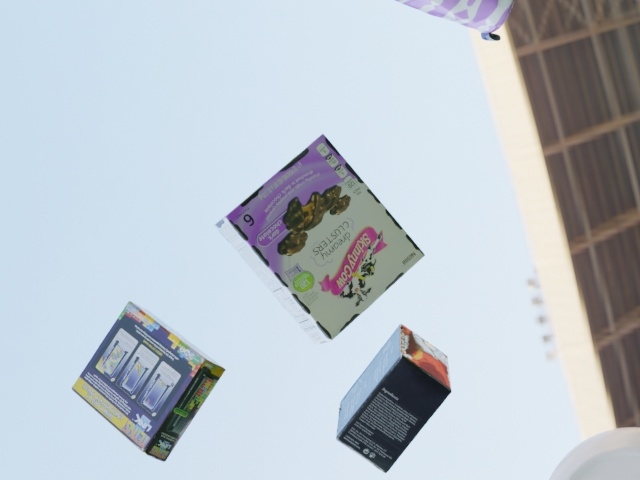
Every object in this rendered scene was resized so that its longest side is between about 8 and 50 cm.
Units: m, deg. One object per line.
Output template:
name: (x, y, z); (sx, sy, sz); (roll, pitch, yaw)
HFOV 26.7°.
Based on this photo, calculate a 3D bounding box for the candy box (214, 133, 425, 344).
candy box: (0.000, 0.000, 1.630); (0.165, 0.070, 0.196); (-42, -86, -18)

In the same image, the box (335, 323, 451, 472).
box: (0.105, 0.225, 1.937); (0.093, 0.158, 0.156); (35, -167, -5)

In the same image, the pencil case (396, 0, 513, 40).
pencil case: (0.066, -0.233, 1.081); (0.206, 0.088, 0.086); (18, -77, -19)

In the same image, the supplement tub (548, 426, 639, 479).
supplement tub: (0.348, 0.286, 1.379); (0.272, 0.191, 0.191); (16, -115, -63)

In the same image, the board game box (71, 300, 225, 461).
board game box: (-0.221, 0.178, 1.722); (0.141, 0.170, 0.048); (-57, -40, -1)
